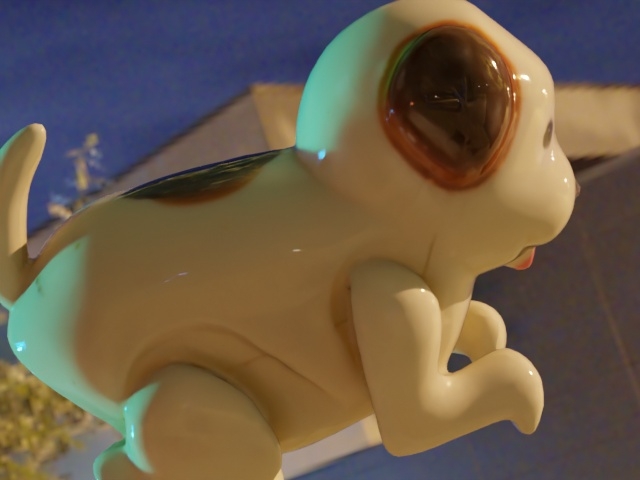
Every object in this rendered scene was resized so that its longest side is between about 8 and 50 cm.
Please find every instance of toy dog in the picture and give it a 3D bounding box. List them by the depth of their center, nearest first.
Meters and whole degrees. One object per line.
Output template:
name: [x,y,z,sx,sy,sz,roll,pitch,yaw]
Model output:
toy dog: [0.000,0.000,1.134,0.408,0.395,0.284,-41,2,10]
